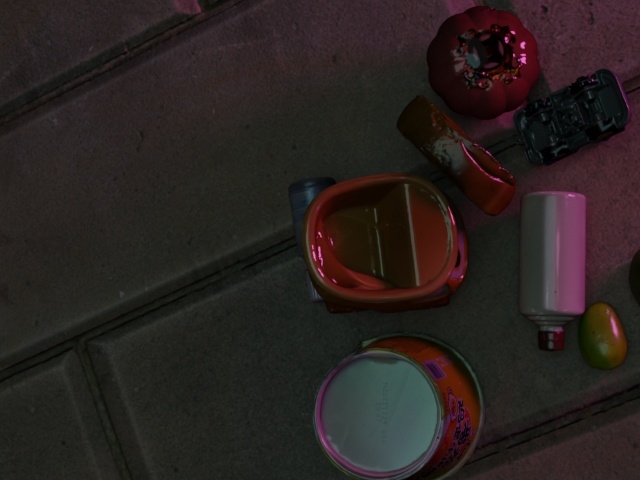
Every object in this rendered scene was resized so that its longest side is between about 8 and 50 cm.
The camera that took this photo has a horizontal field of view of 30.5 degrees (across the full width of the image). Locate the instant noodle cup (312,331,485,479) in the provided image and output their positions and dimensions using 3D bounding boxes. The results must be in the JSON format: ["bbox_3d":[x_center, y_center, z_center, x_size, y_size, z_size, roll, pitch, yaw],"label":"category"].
[{"bbox_3d":[0.113,0.270,1.827,0.264,0.200,0.264,-1,85,16],"label":"instant noodle cup"}]

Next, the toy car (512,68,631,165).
[{"bbox_3d":[0.401,-0.189,1.837,0.191,0.100,0.097,-26,78,34],"label":"toy car"}]

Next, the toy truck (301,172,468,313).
[{"bbox_3d":[0.099,0.009,1.820,0.288,0.211,0.204,-4,82,-11],"label":"toy truck"}]

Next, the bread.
[{"bbox_3d":[0.213,-0.132,1.817,0.070,0.236,0.236,-47,74,8],"label":"bread"}]

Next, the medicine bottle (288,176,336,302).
[{"bbox_3d":[0.000,0.000,1.949,0.084,0.083,0.203,-10,83,17],"label":"medicine bottle"}]

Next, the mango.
[{"bbox_3d":[0.435,0.147,1.812,0.073,0.056,0.108,-3,72,14],"label":"mango"}]

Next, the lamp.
[{"bbox_3d":[0.258,-0.281,1.871,0.182,0.140,0.182,0,88,-1],"label":"lamp"}]

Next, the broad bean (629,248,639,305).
[{"bbox_3d":[0.574,0.074,1.774,0.207,0.072,0.153,9,85,30],"label":"broad bean"}]

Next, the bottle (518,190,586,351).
[{"bbox_3d":[0.359,0.049,1.818,0.104,0.104,0.245,0,84,18],"label":"bottle"}]
